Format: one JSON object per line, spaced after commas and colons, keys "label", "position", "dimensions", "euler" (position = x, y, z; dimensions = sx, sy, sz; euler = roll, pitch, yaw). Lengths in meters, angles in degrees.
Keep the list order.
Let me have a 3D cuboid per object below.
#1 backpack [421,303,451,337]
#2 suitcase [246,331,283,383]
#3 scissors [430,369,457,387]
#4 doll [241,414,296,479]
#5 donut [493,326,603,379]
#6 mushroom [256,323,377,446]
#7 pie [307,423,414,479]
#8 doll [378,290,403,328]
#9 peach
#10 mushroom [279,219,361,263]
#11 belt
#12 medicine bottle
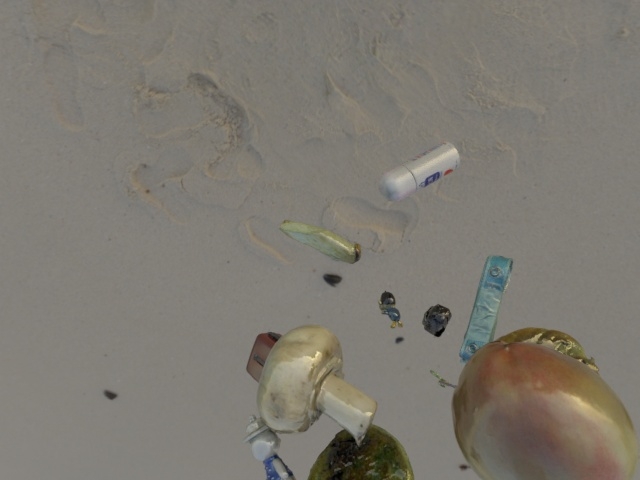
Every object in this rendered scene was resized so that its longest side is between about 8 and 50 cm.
{"label": "backpack", "position": [0.497, 0.332, 1.753], "dimensions": [0.106, 0.120, 0.165], "euler": [27, 156, 22]}
{"label": "suitcase", "position": [-0.191, 0.577, 1.898], "dimensions": [0.161, 0.297, 0.236], "euler": [14, 97, -47]}
{"label": "scissors", "position": [0.675, 0.765, 2.197], "dimensions": [0.020, 0.187, 0.133], "euler": [-44, 112, -18]}
{"label": "doll", "position": [-0.146, 0.661, 1.224], "dimensions": [0.119, 0.293, 0.138], "euler": [-18, 155, -31]}
{"label": "donut", "position": [0.663, 0.427, 1.233], "dimensions": [0.361, 0.360, 0.170], "euler": [0, 152, 1]}
{"label": "mushroom", "position": [0.001, 0.415, 1.146], "dimensions": [0.336, 0.314, 0.314], "euler": [25, 128, 25]}
{"label": "pie", "position": [0.107, 0.671, 1.185], "dimensions": [0.324, 0.323, 0.070], "euler": [-20, 122, 13]}
{"label": "doll", "position": [0.316, 0.313, 1.861], "dimensions": [0.102, 0.179, 0.089], "euler": [2, 156, -32]}
{"label": "peach", "position": [0.378, 0.319, 0.730], "dimensions": [0.292, 0.247, 0.292], "euler": [24, 137, 24]}
{"label": "mushroom", "position": [0.001, -0.002, 1.579], "dimensions": [0.334, 0.087, 0.107], "euler": [26, 142, 2]}
{"label": "belt", "position": [0.435, 0.183, 1.069], "dimensions": [0.072, 0.302, 0.087], "euler": [16, 171, 28]}
{"label": "medicine bottle", "position": [0.389, -0.271, 1.653], "dimensions": [0.341, 0.130, 0.130], "euler": [-29, 123, -12]}
